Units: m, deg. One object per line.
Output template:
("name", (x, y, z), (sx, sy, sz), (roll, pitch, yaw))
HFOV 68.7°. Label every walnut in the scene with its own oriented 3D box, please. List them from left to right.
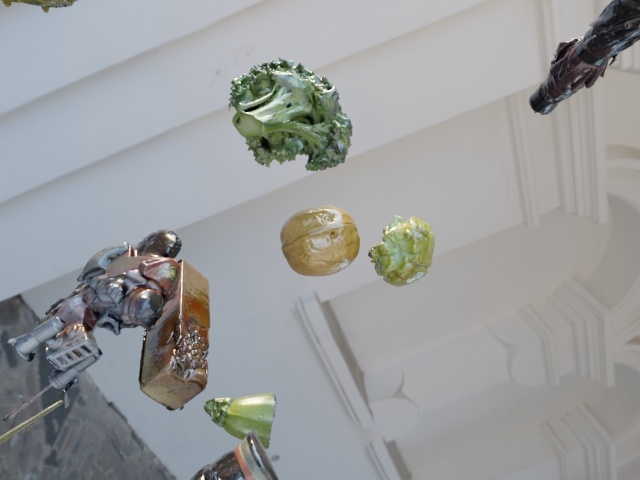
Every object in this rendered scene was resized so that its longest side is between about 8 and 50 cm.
("walnut", (0.000, 0.000, 1.280), (0.193, 0.225, 0.193), (177, -90, -67))

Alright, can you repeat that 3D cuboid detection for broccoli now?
("broccoli", (-0.095, -0.299, 1.244), (0.375, 0.302, 0.249), (41, -30, 10))

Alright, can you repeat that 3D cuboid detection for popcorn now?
("popcorn", (0.258, 0.034, 1.446), (0.183, 0.221, 0.204), (26, -4, 17))

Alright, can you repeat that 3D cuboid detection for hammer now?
("hammer", (-0.674, 0.418, 1.076), (0.199, 0.013, 0.062), (-33, 145, -54))

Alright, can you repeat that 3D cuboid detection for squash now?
("squash", (-0.160, 0.341, 0.905), (0.105, 0.132, 0.105), (-169, -90, -77))

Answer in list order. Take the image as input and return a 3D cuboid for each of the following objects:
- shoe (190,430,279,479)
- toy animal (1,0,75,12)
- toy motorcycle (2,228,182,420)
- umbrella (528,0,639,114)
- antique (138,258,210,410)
("shoe", (-0.134, 0.405, 0.698), (0.114, 0.137, 0.291), (48, -34, 38))
("toy animal", (-0.621, -0.561, 1.054), (0.181, 0.136, 0.073), (-61, 152, -65))
("toy motorcycle", (-0.391, 0.138, 0.799), (0.207, 0.401, 0.134), (38, -21, 48))
("umbrella", (0.488, -0.332, 0.847), (0.326, 0.094, 0.090), (109, -11, -72))
("antique", (-0.270, 0.166, 0.889), (0.087, 0.093, 0.310), (49, 9, -32))
